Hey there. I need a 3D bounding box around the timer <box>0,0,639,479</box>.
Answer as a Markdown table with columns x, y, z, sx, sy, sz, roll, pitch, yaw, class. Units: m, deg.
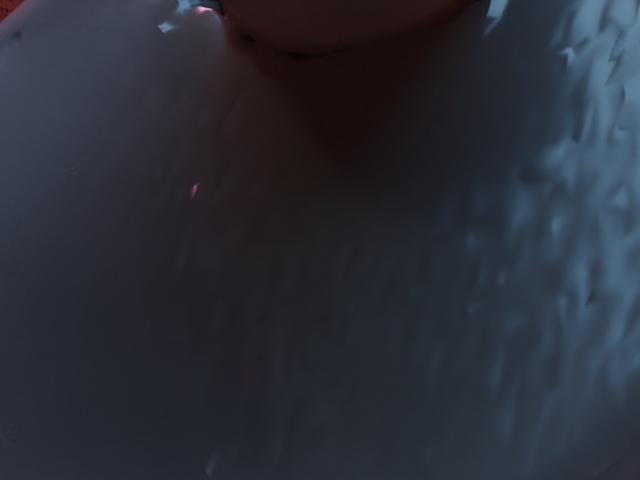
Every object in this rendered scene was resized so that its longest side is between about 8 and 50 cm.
| x | y | z | sx | sy | sz | roll | pitch | yaw | class |
| --- | --- | --- | --- | --- | --- | --- | --- | --- | --- |
| 0.000 | 0.000 | 0.400 | 0.233 | 0.233 | 0.240 | 2 | -34 | 26 | timer |
